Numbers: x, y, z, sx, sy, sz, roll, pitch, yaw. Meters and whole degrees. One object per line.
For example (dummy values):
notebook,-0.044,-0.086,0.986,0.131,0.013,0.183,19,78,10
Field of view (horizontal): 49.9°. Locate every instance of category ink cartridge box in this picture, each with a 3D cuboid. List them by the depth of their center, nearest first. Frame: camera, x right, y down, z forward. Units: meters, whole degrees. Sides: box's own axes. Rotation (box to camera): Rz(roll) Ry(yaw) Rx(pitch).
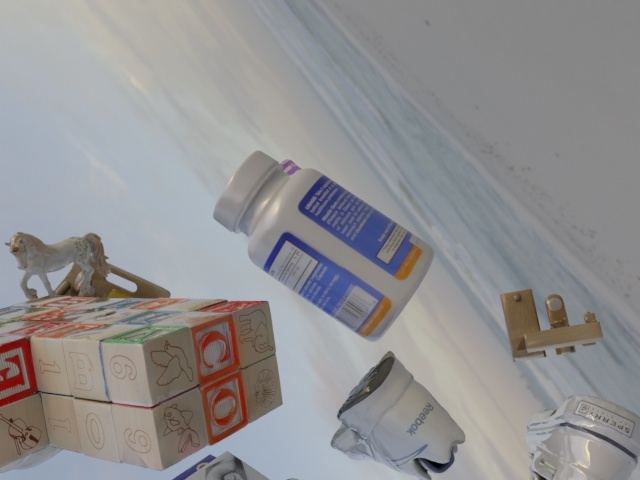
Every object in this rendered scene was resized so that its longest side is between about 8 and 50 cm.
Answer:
ink cartridge box,-0.236,0.510,1.370,0.223,0.223,0.045,15,119,40

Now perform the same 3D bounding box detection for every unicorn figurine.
unicorn figurine,-0.347,0.030,0.889,0.162,0.060,0.111,-37,-46,-57

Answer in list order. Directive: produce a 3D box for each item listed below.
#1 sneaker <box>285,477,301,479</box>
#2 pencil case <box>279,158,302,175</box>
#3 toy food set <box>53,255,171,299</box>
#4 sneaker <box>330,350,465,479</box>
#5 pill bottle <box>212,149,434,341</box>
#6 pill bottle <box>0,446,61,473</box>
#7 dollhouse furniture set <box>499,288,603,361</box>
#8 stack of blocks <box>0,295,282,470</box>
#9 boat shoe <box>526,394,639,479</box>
sneaker,-0.004,0.459,1.029,0.235,0.152,0.094,-67,-22,-69
pencil case,-0.018,-0.080,1.418,0.206,0.088,0.086,39,175,18
toy food set,-0.441,0.145,1.351,0.219,0.092,0.306,24,-152,-4
sneaker,0.089,0.230,0.803,0.129,0.111,0.297,38,166,16
pill bottle,0.000,0.000,0.911,0.272,0.152,0.152,34,-174,3
pill bottle,-0.462,0.289,1.095,0.131,0.131,0.229,54,179,3
dollhouse furniture set,0.379,0.123,1.150,0.151,0.144,0.123,41,-140,-66
stack of blocks,-0.200,0.106,0.552,0.171,0.297,0.087,-16,-79,-54
boat shoe,0.192,0.179,0.539,0.083,0.076,0.226,24,163,25
